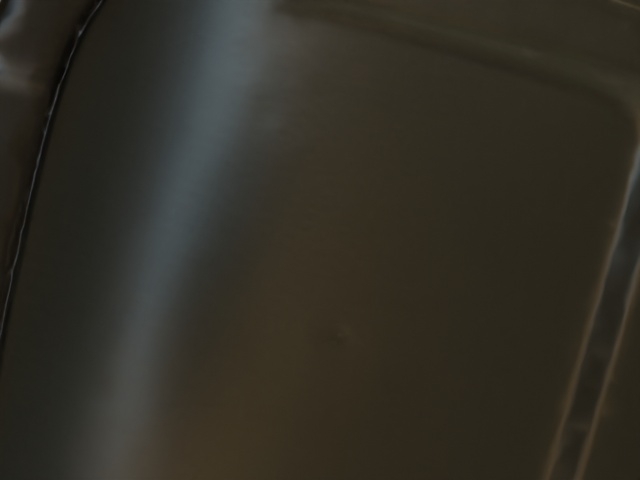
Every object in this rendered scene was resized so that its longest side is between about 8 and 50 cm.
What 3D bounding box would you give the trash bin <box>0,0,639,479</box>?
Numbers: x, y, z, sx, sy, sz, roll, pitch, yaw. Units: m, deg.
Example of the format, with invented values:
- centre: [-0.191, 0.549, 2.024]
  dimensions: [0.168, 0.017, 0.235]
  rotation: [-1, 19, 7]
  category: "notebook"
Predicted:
- centre: [0.000, 0.000, 0.492]
  dimensions: [0.250, 0.219, 0.220]
  rotation: [-115, 40, -77]
  category: "trash bin"
